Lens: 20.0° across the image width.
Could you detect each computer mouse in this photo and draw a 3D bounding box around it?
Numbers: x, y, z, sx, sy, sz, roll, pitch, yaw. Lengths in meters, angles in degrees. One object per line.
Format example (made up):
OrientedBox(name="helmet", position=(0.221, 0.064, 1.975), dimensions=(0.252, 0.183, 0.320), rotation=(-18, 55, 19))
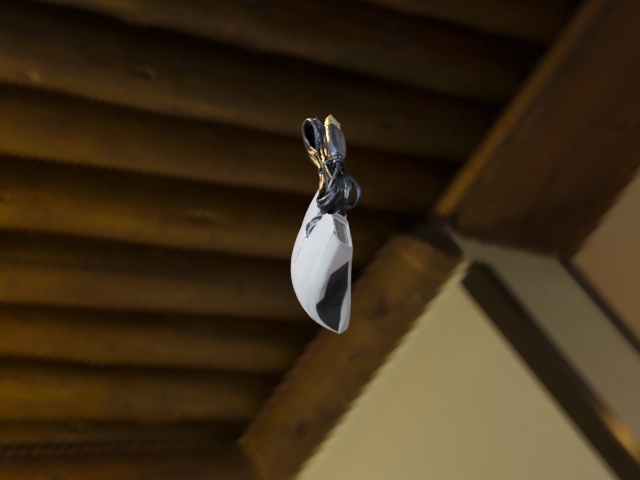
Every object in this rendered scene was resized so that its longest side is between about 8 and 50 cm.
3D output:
OrientedBox(name="computer mouse", position=(0.000, 0.000, 1.396), dimensions=(0.042, 0.106, 0.193), rotation=(-7, -45, -9))
